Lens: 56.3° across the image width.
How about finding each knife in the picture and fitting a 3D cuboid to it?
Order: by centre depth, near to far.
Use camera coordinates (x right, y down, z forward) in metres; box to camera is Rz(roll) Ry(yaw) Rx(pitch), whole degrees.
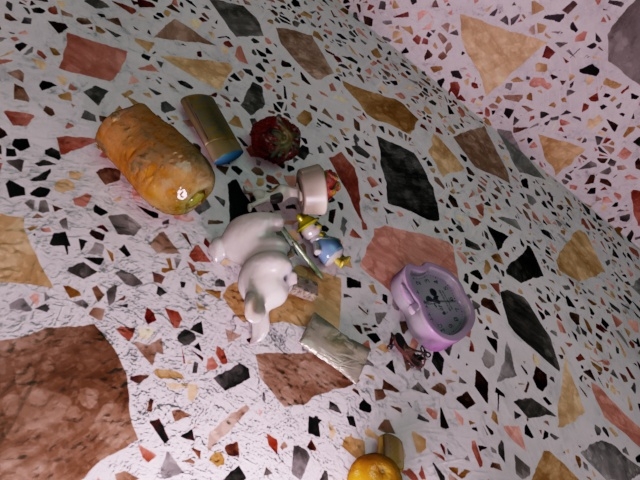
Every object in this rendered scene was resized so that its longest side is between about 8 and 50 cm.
[{"bbox_3d":[-0.080,0.016,1.987,0.293,0.020,0.043,52,3,-18],"label":"knife"}]

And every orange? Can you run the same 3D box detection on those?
[{"bbox_3d":[0.146,0.656,1.617,0.155,0.134,0.154,9,37,-7],"label":"orange"}]

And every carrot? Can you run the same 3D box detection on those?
[{"bbox_3d":[-0.478,-0.237,1.768,0.340,0.224,0.224,47,40,7],"label":"carrot"}]

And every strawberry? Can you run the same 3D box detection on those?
[{"bbox_3d":[-0.177,-0.370,2.184,0.187,0.184,0.202,-40,42,-22],"label":"strawberry"}]

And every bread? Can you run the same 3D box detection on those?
[{"bbox_3d":[0.199,0.622,1.736,0.082,0.056,0.115,23,38,-21],"label":"bread"}]

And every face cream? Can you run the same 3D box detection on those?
[{"bbox_3d":[-0.375,-0.389,2.098,0.139,0.067,0.285,-13,65,-44],"label":"face cream"}]

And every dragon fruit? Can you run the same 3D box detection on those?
[{"bbox_3d":[-0.014,-0.185,2.191,0.150,0.133,0.207,27,54,19],"label":"dragon fruit"}]

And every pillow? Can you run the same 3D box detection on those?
[{"bbox_3d":[0.044,0.331,1.858,0.230,0.050,0.148,35,37,-7],"label":"pillow"}]

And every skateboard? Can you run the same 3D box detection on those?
[{"bbox_3d":[0.303,0.368,2.016,0.151,0.080,0.067,42,34,-6],"label":"skateboard"}]

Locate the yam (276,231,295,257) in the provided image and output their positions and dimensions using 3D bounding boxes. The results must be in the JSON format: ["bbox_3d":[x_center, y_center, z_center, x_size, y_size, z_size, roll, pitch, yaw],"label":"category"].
[{"bbox_3d":[-0.156,-0.009,1.956,0.078,0.078,0.179,-14,66,-45],"label":"yam"}]

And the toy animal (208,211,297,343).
[{"bbox_3d":[-0.192,0.103,1.749,0.241,0.196,0.367,-13,57,-3],"label":"toy animal"}]

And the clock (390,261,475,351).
[{"bbox_3d":[0.409,0.238,2.198,0.339,0.102,0.338,21,46,-24],"label":"clock"}]

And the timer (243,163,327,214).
[{"bbox_3d":[-0.123,-0.159,2.020,0.266,0.175,0.175,-7,58,-10],"label":"timer"}]

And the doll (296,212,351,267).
[{"bbox_3d":[0.000,0.000,2.062,0.135,0.099,0.241,-36,85,-29],"label":"doll"}]

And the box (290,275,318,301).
[{"bbox_3d":[-0.056,0.154,1.926,0.098,0.045,0.062,19,45,-25],"label":"box"}]
